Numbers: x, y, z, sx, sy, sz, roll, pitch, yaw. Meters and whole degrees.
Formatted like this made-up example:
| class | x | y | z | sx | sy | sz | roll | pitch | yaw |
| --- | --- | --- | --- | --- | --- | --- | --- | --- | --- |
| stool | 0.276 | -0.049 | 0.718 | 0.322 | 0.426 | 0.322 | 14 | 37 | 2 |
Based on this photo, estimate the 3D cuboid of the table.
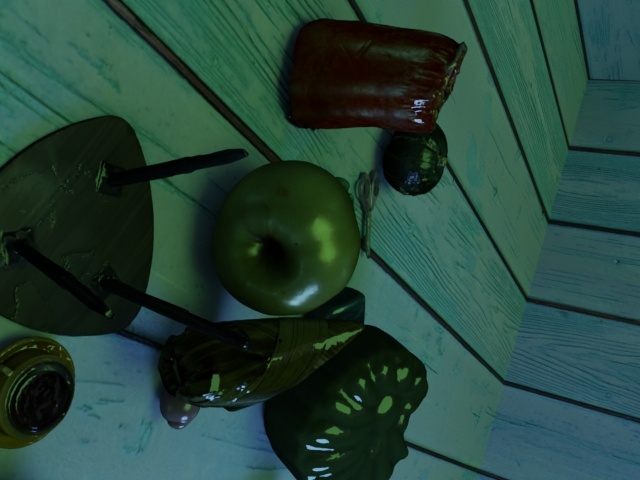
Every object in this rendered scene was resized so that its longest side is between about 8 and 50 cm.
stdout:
| class | x | y | z | sx | sy | sz | roll | pitch | yaw |
| --- | --- | --- | --- | --- | --- | --- | --- | --- | --- |
| table | -0.224 | 0.025 | 0.830 | 0.317 | 0.248 | 0.318 | -24 | 119 | -53 |

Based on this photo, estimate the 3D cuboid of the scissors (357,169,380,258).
| class | x | y | z | sx | sy | sz | roll | pitch | yaw |
| --- | --- | --- | --- | --- | --- | --- | --- | --- | --- |
| scissors | 0.113 | -0.060 | 1.555 | 0.110 | 0.021 | 0.213 | -22 | 118 | -57 |

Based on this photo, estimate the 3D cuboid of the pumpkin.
| class | x | y | z | sx | sy | sz | roll | pitch | yaw |
| --- | --- | --- | --- | --- | --- | --- | --- | --- | --- |
| pumpkin | 0.232 | -0.201 | 1.582 | 0.190 | 0.146 | 0.190 | -40 | 151 | -27 |

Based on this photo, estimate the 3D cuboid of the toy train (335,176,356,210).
| class | x | y | z | sx | sy | sz | roll | pitch | yaw |
| --- | --- | --- | --- | --- | --- | --- | --- | --- | --- |
| toy train | 0.000 | 0.000 | 1.336 | 0.157 | 0.105 | 0.253 | 69 | 42 | -61 |

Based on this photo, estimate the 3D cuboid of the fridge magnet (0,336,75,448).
| class | x | y | z | sx | sy | sz | roll | pitch | yaw |
| --- | --- | --- | --- | --- | --- | --- | --- | --- | --- |
| fridge magnet | -0.369 | 0.193 | 0.828 | 0.143 | 0.063 | 0.143 | -16 | 110 | -55 |

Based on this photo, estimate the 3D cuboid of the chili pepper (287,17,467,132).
| class | x | y | z | sx | sy | sz | roll | pitch | yaw |
| --- | --- | --- | --- | --- | --- | --- | --- | --- | --- |
| chili pepper | 0.116 | -0.292 | 1.231 | 0.251 | 0.305 | 0.230 | -2 | 107 | -68 |

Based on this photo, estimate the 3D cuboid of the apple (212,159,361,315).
| class | x | y | z | sx | sy | sz | roll | pitch | yaw |
| --- | --- | --- | --- | --- | --- | --- | --- | --- | --- |
| apple | -0.049 | -0.004 | 1.099 | 0.262 | 0.262 | 0.263 | -25 | 120 | -53 |

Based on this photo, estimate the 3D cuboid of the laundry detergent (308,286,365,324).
| class | x | y | z | sx | sy | sz | roll | pitch | yaw |
| --- | --- | --- | --- | --- | --- | --- | --- | --- | --- |
| laundry detergent | 0.041 | 0.254 | 1.470 | 0.143 | 0.094 | 0.290 | -28 | 122 | -48 |

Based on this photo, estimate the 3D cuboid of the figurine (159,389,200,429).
| class | x | y | z | sx | sy | sz | roll | pitch | yaw |
| --- | --- | --- | --- | --- | --- | --- | --- | --- | --- |
| figurine | -0.229 | 0.263 | 1.071 | 0.071 | 0.066 | 0.084 | -20 | 101 | -76 |

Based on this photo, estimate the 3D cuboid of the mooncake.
| class | x | y | z | sx | sy | sz | roll | pitch | yaw |
| --- | --- | --- | --- | --- | --- | --- | --- | --- | --- |
| mooncake | 0.060 | 0.352 | 1.352 | 0.351 | 0.187 | 0.352 | -14 | 119 | -28 |

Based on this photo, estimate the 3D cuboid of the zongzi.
| class | x | y | z | sx | sy | sz | roll | pitch | yaw |
| --- | --- | --- | --- | --- | --- | --- | --- | --- | --- |
| zongzi | -0.078 | 0.171 | 1.019 | 0.286 | 0.288 | 0.134 | 49 | 22 | -74 |
